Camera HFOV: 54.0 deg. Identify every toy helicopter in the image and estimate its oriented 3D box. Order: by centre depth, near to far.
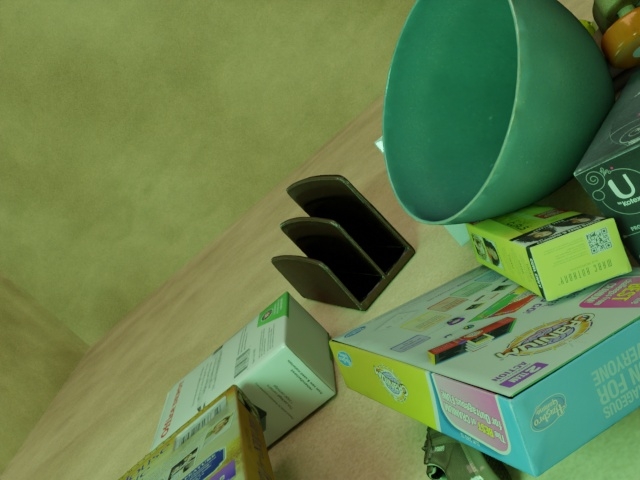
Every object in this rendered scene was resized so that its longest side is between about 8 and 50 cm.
[{"bbox_3d":[0.458,-0.289,0.770,0.235,0.140,0.355,-28,-21,26],"label":"toy helicopter"}]

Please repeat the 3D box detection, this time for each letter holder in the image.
[{"bbox_3d":[0.000,0.000,1.224,0.152,0.214,0.302,-48,16,-16],"label":"letter holder"}]

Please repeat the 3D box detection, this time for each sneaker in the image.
[{"bbox_3d":[0.128,0.204,0.641,0.071,0.066,0.188,-45,14,10],"label":"sneaker"}]

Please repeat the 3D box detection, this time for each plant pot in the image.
[{"bbox_3d":[0.223,-0.158,0.745,0.290,0.196,0.289,-178,90,-70],"label":"plant pot"}]

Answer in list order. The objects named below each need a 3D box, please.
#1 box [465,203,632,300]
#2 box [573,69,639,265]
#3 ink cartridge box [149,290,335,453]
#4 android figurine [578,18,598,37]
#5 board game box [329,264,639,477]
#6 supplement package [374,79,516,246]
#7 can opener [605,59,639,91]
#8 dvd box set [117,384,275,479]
[{"bbox_3d":[0.233,0.003,0.683,0.088,0.058,0.232,-20,7,2],"label":"box"},{"bbox_3d":[0.383,-0.104,0.609,0.163,0.142,0.247,-30,13,50],"label":"box"},{"bbox_3d":[-0.125,0.249,1.046,0.289,0.121,0.211,-40,15,11],"label":"ink cartridge box"},{"bbox_3d":[0.481,-0.343,1.057,0.248,0.056,0.273,-23,-14,-32],"label":"android figurine"},{"bbox_3d":[0.181,0.098,0.623,0.242,0.064,0.317,-23,8,-21],"label":"board game box"},{"bbox_3d":[0.252,-0.156,0.958,0.263,0.199,0.198,-40,-2,12],"label":"supplement package"},{"bbox_3d":[0.420,-0.217,1.064,0.280,0.074,0.093,-40,50,18],"label":"can opener"},{"bbox_3d":[-0.187,0.318,0.677,0.308,0.062,0.420,-39,6,-8],"label":"dvd box set"}]
